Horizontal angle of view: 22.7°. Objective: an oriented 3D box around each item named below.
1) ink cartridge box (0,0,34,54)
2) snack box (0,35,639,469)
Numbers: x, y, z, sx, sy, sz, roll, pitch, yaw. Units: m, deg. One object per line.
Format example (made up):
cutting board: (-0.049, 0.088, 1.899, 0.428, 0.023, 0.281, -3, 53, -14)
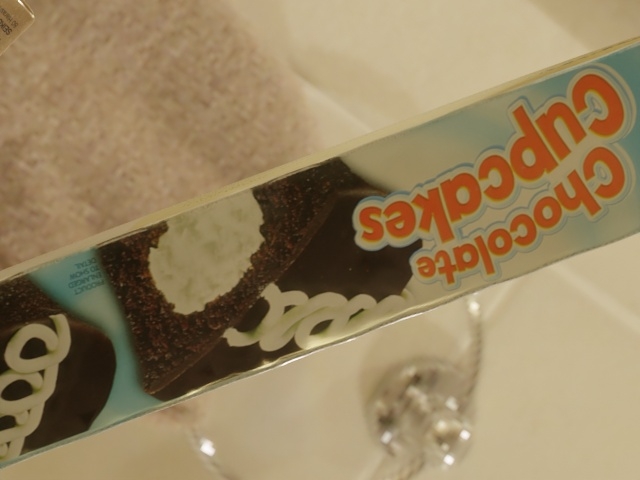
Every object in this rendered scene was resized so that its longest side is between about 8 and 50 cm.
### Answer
ink cartridge box: (-0.283, -0.195, 0.835, 0.088, 0.193, 0.234, -46, -118, -2)
snack box: (0.000, 0.000, 0.563, 0.322, 0.060, 0.187, -20, -177, 2)
